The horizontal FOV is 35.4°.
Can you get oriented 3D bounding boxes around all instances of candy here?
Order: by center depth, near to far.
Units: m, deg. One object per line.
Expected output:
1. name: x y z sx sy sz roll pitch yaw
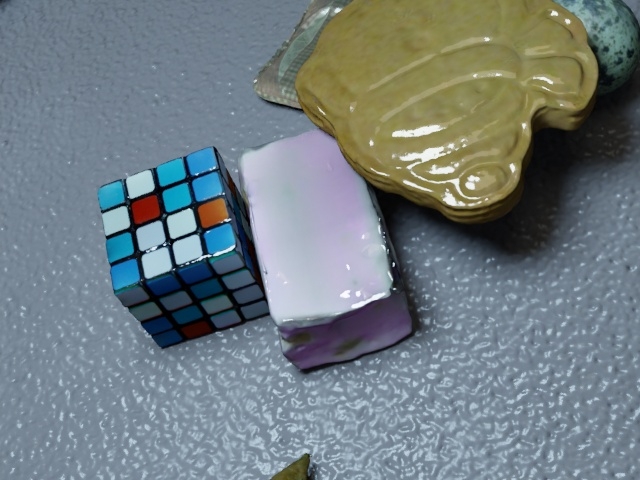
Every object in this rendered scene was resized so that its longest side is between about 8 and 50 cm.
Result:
1. candy: 0.000 0.000 1.168 0.156 0.116 0.265 -18 57 2

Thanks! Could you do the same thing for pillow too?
1. pillow: 0.006 -0.262 1.377 0.135 0.034 0.211 18 63 24

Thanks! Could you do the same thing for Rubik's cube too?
1. Rubik's cube: -0.156 0.011 1.177 0.151 0.155 0.154 -19 56 2

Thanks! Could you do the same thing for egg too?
1. egg: 0.313 -0.249 1.235 0.132 0.132 0.172 -41 52 -12

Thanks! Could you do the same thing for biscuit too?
1. biscuit: 0.148 -0.185 1.146 0.312 0.057 0.351 -33 57 -3

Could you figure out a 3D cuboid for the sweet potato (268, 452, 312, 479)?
1. sweet potato: -0.061 0.336 1.007 0.075 0.075 0.269 6 65 17
